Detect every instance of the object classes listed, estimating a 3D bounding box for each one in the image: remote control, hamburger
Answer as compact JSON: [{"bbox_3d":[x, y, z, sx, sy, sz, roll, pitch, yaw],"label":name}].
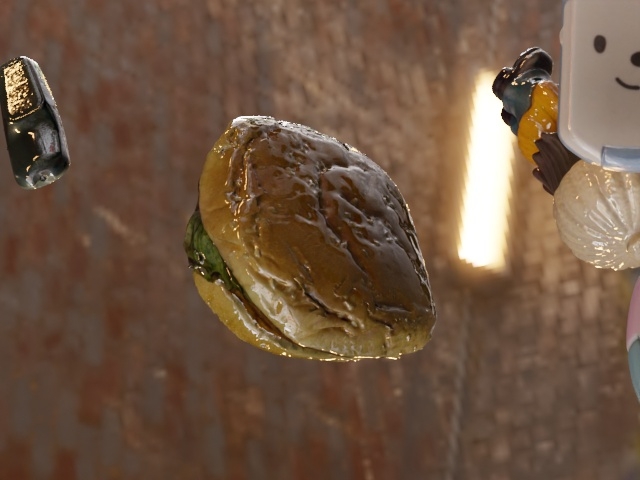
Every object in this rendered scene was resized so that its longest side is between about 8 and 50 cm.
[{"bbox_3d":[-0.355,-0.146,2.190,0.042,0.072,0.222,63,-176,-47],"label":"remote control"},{"bbox_3d":[-0.002,-0.001,1.768,0.265,0.134,0.285,11,-131,-28],"label":"hamburger"}]

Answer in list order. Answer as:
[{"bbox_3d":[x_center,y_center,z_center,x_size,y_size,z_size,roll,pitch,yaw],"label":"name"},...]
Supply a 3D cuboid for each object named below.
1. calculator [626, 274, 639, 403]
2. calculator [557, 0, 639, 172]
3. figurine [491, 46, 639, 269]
[{"bbox_3d":[0.301,0.018,1.076,0.051,0.293,0.173,25,-145,-33],"label":"calculator"},{"bbox_3d":[0.255,-0.160,1.467,0.039,0.121,0.210,59,-146,-84],"label":"calculator"},{"bbox_3d":[0.331,-0.094,2.276,0.204,0.332,0.185,-46,-39,-14],"label":"figurine"}]
